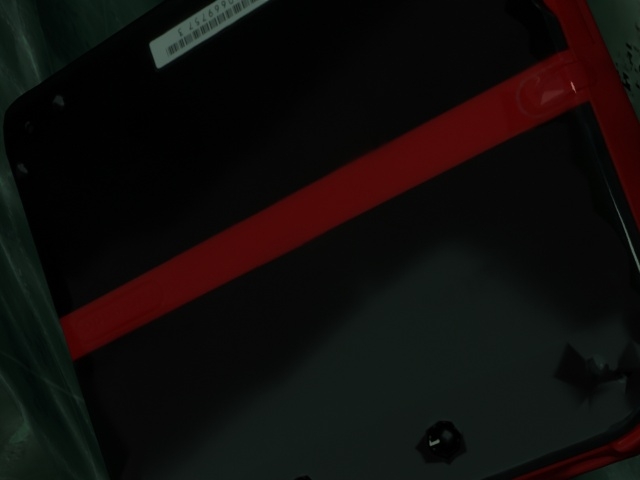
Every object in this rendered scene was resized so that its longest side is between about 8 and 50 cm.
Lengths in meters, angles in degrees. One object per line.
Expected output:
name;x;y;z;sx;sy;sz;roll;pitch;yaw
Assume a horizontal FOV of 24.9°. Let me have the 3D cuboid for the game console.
game console;0.000;0.000;0.815;0.387;0.060;0.341;-27;75;30
